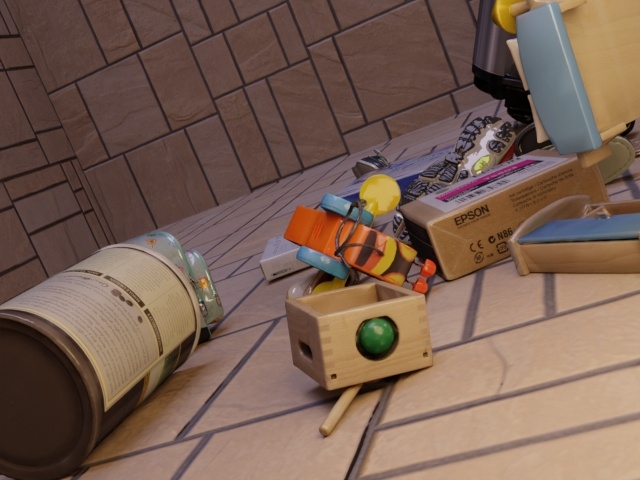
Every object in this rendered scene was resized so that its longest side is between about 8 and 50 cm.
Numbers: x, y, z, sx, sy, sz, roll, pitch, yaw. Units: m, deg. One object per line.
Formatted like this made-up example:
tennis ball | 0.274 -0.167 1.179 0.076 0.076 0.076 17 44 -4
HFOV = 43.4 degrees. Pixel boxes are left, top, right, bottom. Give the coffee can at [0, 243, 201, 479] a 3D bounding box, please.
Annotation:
coffee can | -0.294 0.135 0.991 0.202 0.201 0.275 -19 10 21

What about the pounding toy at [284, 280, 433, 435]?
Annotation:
pounding toy | 0.033 0.107 0.781 0.130 0.100 0.141 -10 8 -18

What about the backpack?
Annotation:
backpack | -0.250 0.078 1.252 0.144 0.188 0.166 -30 11 -36

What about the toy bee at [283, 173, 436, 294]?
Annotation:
toy bee | 0.053 0.025 1.022 0.195 0.162 0.298 -59 16 17

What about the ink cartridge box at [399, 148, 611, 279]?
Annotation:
ink cartridge box | 0.242 -0.043 1.098 0.235 0.088 0.193 -24 11 -2

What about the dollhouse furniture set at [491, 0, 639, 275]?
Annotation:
dollhouse furniture set | 0.310 -0.146 0.863 0.287 0.303 0.198 -27 11 -26

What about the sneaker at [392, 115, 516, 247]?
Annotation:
sneaker | 0.232 -0.076 1.309 0.279 0.118 0.107 -45 52 -16

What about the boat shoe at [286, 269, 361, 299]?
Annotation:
boat shoe | 0.027 0.053 1.158 0.170 0.063 0.059 -40 20 -33

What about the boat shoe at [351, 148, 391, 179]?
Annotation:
boat shoe | 0.148 -0.188 2.131 0.079 0.095 0.254 -35 2 -6

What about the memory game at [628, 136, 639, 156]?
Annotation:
memory game | 0.460 -0.134 1.333 0.186 0.012 0.186 -22 9 4

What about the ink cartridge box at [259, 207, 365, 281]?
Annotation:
ink cartridge box | 0.000 0.000 1.546 0.224 0.045 0.223 -21 10 6

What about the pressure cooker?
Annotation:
pressure cooker | 0.572 -0.506 2.025 0.370 0.420 0.375 -5 26 -18

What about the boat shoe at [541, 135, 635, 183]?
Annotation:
boat shoe | 0.366 -0.113 1.220 0.228 0.081 0.069 -19 14 37

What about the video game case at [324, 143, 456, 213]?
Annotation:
video game case | 0.175 -0.130 1.823 0.270 0.061 0.244 -16 13 35

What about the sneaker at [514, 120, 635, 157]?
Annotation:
sneaker | 0.450 -0.198 1.453 0.222 0.083 0.118 -17 1 24
